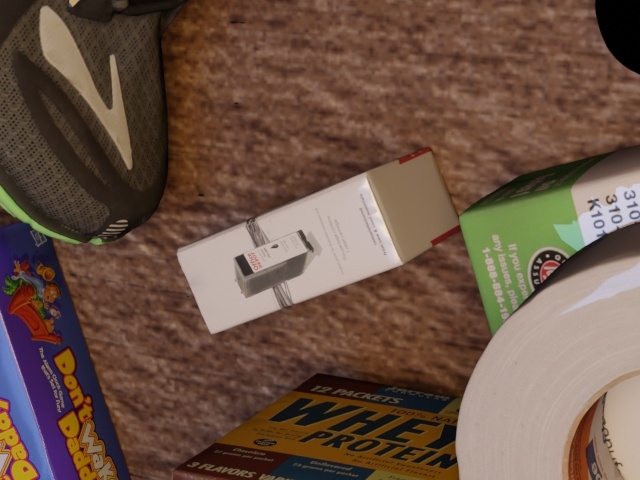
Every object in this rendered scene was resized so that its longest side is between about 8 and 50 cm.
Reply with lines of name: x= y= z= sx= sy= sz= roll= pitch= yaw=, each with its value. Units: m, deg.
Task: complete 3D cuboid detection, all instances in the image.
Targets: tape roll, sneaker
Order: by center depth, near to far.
tape roll: x=0.177 y=0.100 z=0.690 sx=0.219 sy=0.072 sz=0.219 roll=7 pitch=107 yaw=22
sneaker: x=-0.107 y=-0.221 z=0.832 sx=0.202 sy=0.185 sz=0.482 roll=15 pitch=108 yaw=27

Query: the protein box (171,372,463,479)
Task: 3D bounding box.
protein box: x=0.020 y=0.200 z=0.805 sx=0.136 sy=0.200 sz=0.201 roll=7 pitch=102 yaw=20

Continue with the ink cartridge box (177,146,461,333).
ink cartridge box: x=0.000 y=0.000 z=0.873 sx=0.135 sy=0.099 sz=0.056 roll=-21 pitch=92 yaw=29

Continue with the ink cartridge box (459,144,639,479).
ink cartridge box: x=0.238 y=0.039 z=0.755 sx=0.278 sy=0.117 sz=0.201 roll=-14 pitch=96 yaw=27

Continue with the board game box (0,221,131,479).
board game box: x=-0.250 y=0.181 z=1.045 sx=0.233 sy=0.078 sz=0.347 roll=-16 pitch=94 yaw=28

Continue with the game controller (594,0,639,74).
game controller: x=0.219 y=-0.223 z=0.695 sx=0.167 sy=0.067 sz=0.319 roll=8 pitch=120 yaw=17
